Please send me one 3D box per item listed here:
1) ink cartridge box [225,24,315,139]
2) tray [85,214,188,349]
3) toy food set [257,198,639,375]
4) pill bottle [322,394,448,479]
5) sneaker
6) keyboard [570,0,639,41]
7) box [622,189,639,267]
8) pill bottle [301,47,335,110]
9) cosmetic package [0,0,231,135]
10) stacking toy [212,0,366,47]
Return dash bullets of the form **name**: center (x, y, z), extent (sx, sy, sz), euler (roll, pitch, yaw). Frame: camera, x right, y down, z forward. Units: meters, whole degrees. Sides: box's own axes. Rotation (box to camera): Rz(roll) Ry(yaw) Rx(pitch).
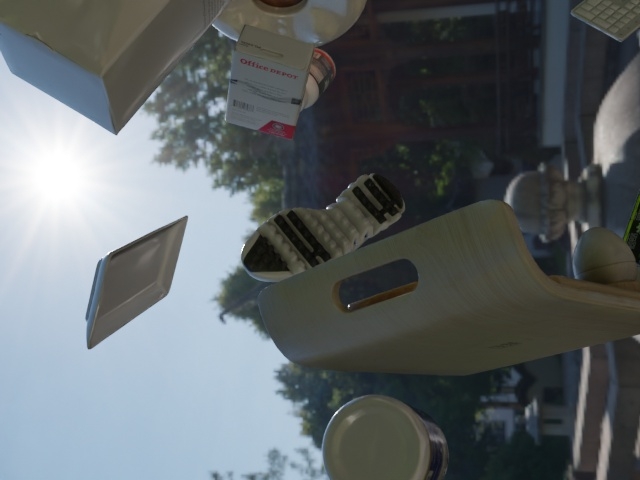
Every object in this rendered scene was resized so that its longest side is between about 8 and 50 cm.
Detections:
- **ink cartridge box**: center (-0.076, -0.231, 1.184), extent (0.150, 0.109, 0.063), euler (109, 177, -55)
- **tray**: center (-0.272, 0.049, 1.181), extent (0.270, 0.030, 0.145), euler (-44, -28, -72)
- **toy food set**: center (0.133, 0.037, 0.623), extent (0.306, 0.220, 0.092), euler (11, -115, -44)
- **pill bottle**: center (0.109, 0.320, 1.206), extent (0.265, 0.153, 0.153), euler (44, -134, -66)
- **sneaker**: center (0.000, 0.000, 1.223), extent (0.110, 0.292, 0.118), euler (57, 144, 13)
- **keyboard**: center (0.410, -0.321, 0.972), extent (0.256, 0.072, 0.014), euler (-38, -23, -21)
- **box**: center (0.615, 0.014, 1.387), extent (0.045, 0.184, 0.190), euler (27, -100, -39)
- **pill bottle**: center (-0.043, -0.384, 1.955), extent (0.180, 0.108, 0.108), euler (-57, -33, -44)
- **cosmetic package**: center (-0.260, -0.355, 1.119), extent (0.365, 0.197, 0.155), euler (-55, -9, -20)
- **stacking toy**: center (-0.077, -0.672, 1.672), extent (0.350, 0.351, 0.479), euler (64, -155, -62)
